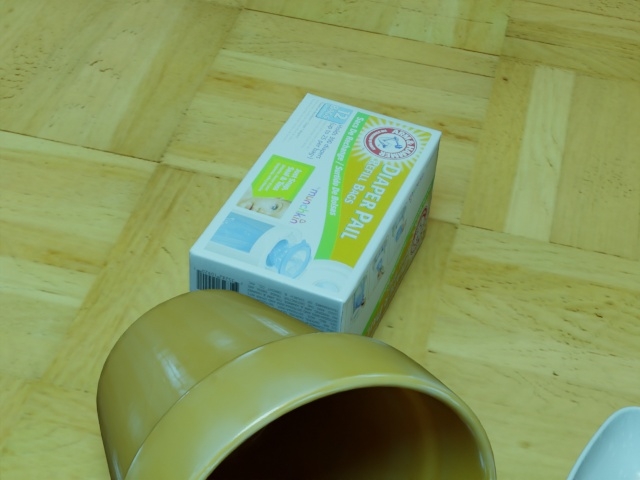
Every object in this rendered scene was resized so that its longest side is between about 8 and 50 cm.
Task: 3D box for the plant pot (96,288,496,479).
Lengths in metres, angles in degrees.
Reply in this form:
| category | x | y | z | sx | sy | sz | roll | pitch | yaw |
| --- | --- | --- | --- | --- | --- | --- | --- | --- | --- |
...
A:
| category | x | y | z | sx | sy | sz | roll | pitch | yaw |
| --- | --- | --- | --- | --- | --- | --- | --- | --- | --- |
| plant pot | -0.037 | 0.123 | 0.729 | 0.205 | 0.205 | 0.188 | -17 | 31 | -23 |

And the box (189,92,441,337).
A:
| category | x | y | z | sx | sy | sz | roll | pitch | yaw |
| --- | --- | --- | --- | --- | --- | --- | --- | --- | --- |
| box | 0.000 | 0.000 | 0.922 | 0.114 | 0.103 | 0.203 | 17 | 43 | 14 |

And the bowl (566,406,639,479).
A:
| category | x | y | z | sx | sy | sz | roll | pitch | yaw |
| --- | --- | --- | --- | --- | --- | --- | --- | --- | --- |
| bowl | 0.216 | 0.179 | 0.782 | 0.142 | 0.053 | 0.142 | 25 | 46 | 21 |
